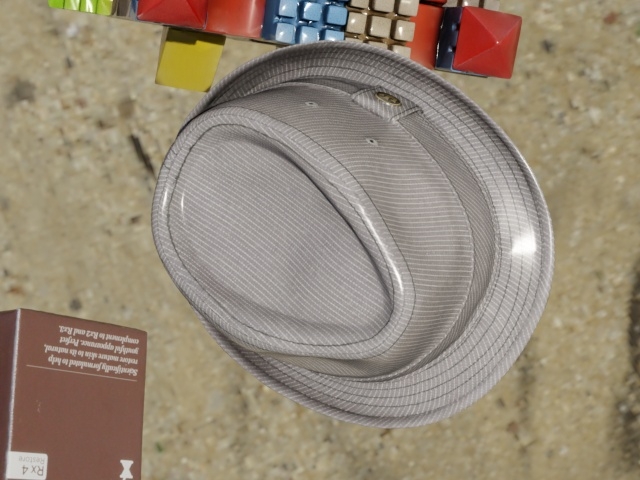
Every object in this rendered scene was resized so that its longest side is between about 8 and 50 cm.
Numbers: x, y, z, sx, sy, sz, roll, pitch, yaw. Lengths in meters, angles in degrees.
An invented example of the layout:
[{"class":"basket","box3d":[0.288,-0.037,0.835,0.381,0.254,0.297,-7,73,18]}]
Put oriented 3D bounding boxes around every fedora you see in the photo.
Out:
[{"class":"fedora","box3d":[0.000,0.000,0.885,0.275,0.124,0.244,41,109,14]}]

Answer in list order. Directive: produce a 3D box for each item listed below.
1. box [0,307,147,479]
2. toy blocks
[{"class":"box","box3d":[-0.295,0.163,1.328,0.203,0.168,0.167,-8,74,36]},{"class":"toy blocks","box3d":[-0.002,-0.191,1.055,0.261,0.381,0.191,-146,64,-73]}]
